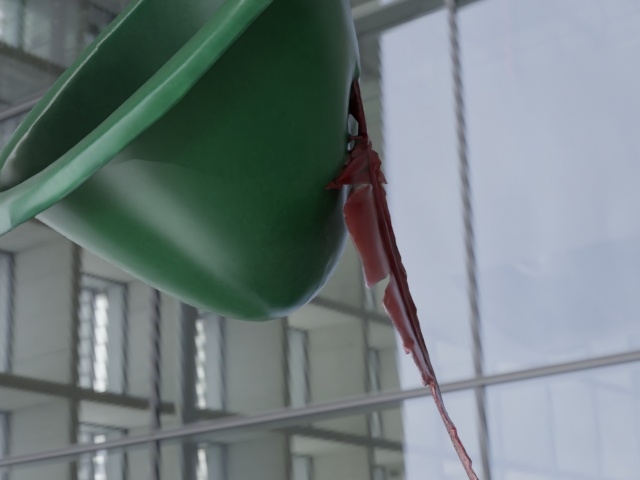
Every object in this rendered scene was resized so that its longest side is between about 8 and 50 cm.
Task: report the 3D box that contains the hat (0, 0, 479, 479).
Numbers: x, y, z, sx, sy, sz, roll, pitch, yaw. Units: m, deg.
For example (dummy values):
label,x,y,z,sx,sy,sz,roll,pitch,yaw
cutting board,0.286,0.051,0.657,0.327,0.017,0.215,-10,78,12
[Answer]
label,x,y,z,sx,sy,sz,roll,pitch,yaw
hat,0.000,0.000,0.452,0.183,0.173,0.208,45,-133,-19
